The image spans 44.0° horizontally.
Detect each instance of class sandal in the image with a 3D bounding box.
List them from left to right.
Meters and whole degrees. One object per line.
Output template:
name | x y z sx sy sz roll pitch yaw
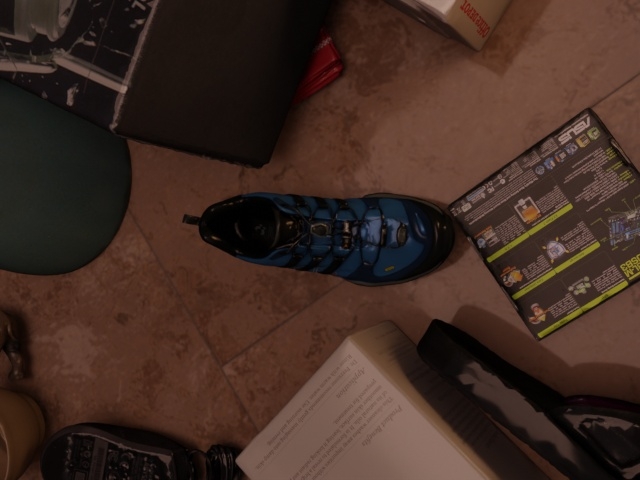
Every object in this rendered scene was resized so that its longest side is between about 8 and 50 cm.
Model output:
sandal | 0.301 0.199 0.792 0.446 0.167 0.107 35 98 18

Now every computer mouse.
computer mouse | -0.245 0.326 1.076 0.272 0.072 0.188 16 96 9

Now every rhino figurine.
rhino figurine | -0.547 0.144 1.187 0.243 0.073 0.106 5 98 23

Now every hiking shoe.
hiking shoe | 0.000 0.000 0.920 0.304 0.132 0.113 1 93 25

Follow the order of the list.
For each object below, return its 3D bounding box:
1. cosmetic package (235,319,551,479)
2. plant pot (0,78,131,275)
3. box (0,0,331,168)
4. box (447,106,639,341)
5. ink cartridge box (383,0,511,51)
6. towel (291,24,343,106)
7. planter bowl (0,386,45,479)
cosmetic package | 0.121 0.299 0.875 0.385 0.156 0.217 46 107 14
plant pot | -0.434 -0.092 1.067 0.290 0.195 0.290 1 91 23
box | -0.225 -0.396 0.896 0.472 0.297 0.479 26 100 24
box | 0.267 -0.016 0.863 0.191 0.045 0.184 -37 80 19
ink cartridge box | 0.144 -0.350 0.834 0.168 0.171 0.232 35 104 18
towel | -0.106 -0.280 1.016 0.199 0.031 0.274 -32 78 22
planter bowl | -0.468 0.278 1.136 0.162 0.109 0.162 4 99 24
